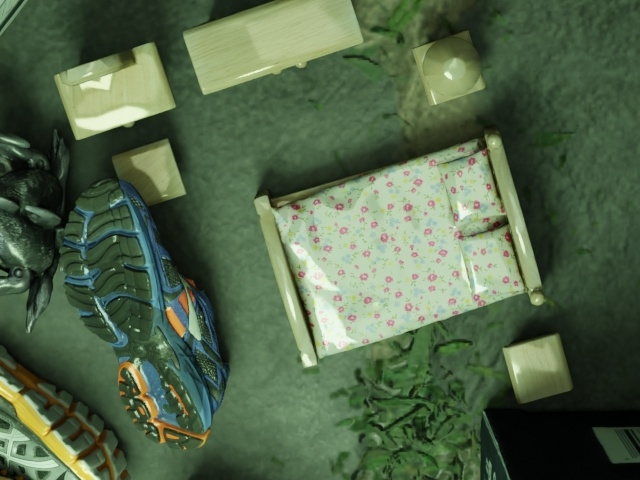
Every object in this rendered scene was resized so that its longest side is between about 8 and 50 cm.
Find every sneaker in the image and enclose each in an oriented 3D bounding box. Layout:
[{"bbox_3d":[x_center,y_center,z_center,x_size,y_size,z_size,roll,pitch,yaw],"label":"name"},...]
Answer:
[{"bbox_3d":[-0.238,0.149,1.281,0.215,0.084,0.083,39,100,4],"label":"sneaker"},{"bbox_3d":[-0.128,0.049,1.245,0.083,0.087,0.221,-2,119,27],"label":"sneaker"}]

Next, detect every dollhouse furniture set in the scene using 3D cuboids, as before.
[{"bbox_3d":[0.000,0.000,1.205,0.303,0.174,0.355,-17,98,4],"label":"dollhouse furniture set"}]

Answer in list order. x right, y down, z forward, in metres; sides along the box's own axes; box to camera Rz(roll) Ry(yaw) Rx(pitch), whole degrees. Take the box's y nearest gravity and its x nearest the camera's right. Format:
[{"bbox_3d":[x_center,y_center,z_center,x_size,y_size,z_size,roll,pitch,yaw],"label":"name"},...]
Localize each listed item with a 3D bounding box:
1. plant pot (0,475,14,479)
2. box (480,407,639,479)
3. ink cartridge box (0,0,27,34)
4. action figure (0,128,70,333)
[{"bbox_3d":[-0.274,0.306,1.209,0.205,0.188,0.205,-7,130,-8],"label":"plant pot"},{"bbox_3d":[0.274,0.338,1.237,0.294,0.212,0.395,0,98,0],"label":"box"},{"bbox_3d":[-0.302,-0.220,1.112,0.226,0.131,0.306,33,57,-5],"label":"ink cartridge box"},{"bbox_3d":[-0.285,-0.025,1.221,0.276,0.141,0.164,21,71,-39],"label":"action figure"}]
